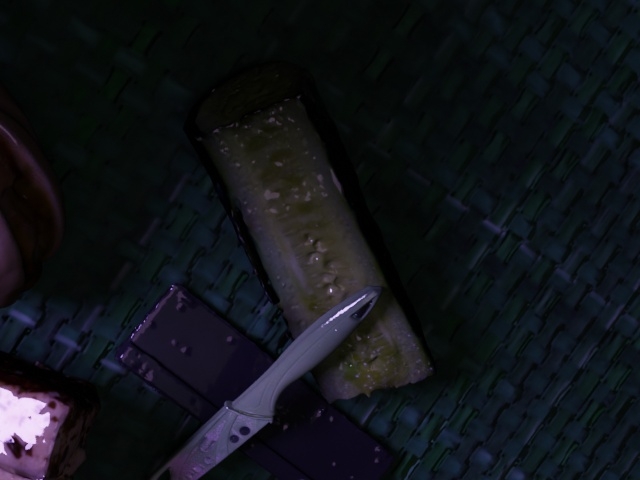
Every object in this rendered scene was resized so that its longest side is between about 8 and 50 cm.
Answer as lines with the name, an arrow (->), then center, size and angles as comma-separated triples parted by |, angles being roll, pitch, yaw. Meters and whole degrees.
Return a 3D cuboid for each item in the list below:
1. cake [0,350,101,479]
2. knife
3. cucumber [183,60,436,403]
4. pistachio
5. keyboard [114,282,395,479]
cake -> -0.245, 0.097, 0.793 | 0.246, 0.135, 0.112 | 20, 89, 9
knife -> -0.035, 0.095, 0.835 | 0.030, 0.014, 0.207 | 39, 110, -24
cucumber -> -0.002, -0.001, 0.827 | 0.078, 0.062, 0.211 | -21, 120, 10
pistachio -> -0.196, -0.030, 0.735 | 0.113, 0.113, 0.149 | -25, 119, -7
keyboard -> -0.037, 0.104, 0.868 | 0.195, 0.018, 0.060 | 41, 87, -23
